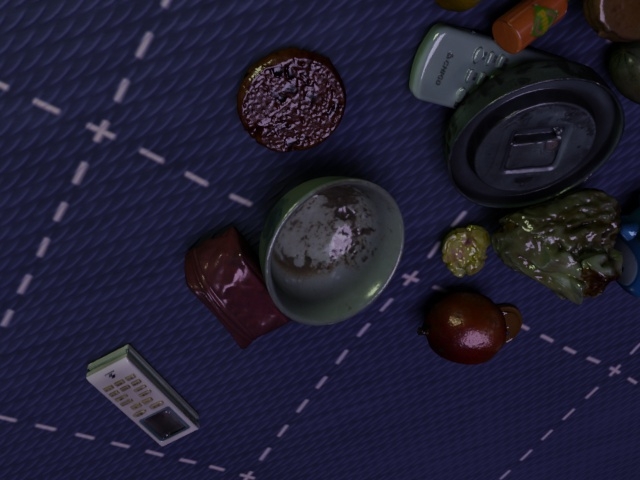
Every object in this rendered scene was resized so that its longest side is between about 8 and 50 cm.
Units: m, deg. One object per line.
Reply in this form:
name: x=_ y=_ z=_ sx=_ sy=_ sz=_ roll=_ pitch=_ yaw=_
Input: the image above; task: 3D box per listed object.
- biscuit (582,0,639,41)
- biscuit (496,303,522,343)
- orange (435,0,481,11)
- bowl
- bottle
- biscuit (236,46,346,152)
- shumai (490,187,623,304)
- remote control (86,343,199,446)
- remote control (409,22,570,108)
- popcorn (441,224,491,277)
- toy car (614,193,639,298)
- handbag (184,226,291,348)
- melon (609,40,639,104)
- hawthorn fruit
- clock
biscuit: x=0.622 y=-0.499 z=1.027 sx=0.368 sy=0.076 sz=0.394 roll=7 pitch=109 yaw=-18
biscuit: x=0.404 y=0.221 z=1.520 sx=0.124 sy=0.026 sz=0.175 roll=34 pitch=110 yaw=-29
orange: x=0.227 y=-0.410 z=1.027 sx=0.095 sy=0.085 sz=0.085 roll=-5 pitch=125 yaw=-23
bowl: x=0.000 y=0.000 z=1.191 sx=0.289 sy=0.146 sz=0.289 roll=-14 pitch=120 yaw=-25
bottle: x=0.375 y=-0.391 z=1.068 sx=0.187 sy=0.069 sz=0.069 roll=-40 pitch=125 yaw=-9
biscuit: x=-0.049 y=-0.238 z=1.100 sx=0.192 sy=0.049 sz=0.192 roll=-10 pitch=125 yaw=-14
shumai: x=0.482 y=0.024 z=1.258 sx=0.255 sy=0.218 sz=0.189 roll=-21 pitch=154 yaw=-1
remote control: x=-0.384 y=0.348 z=1.406 sx=0.102 sy=0.055 sz=0.277 roll=-27 pitch=124 yaw=7
remote control: x=0.305 y=-0.291 z=1.140 sx=0.296 sy=0.056 sz=0.140 roll=9 pitch=119 yaw=-19
popcorn: x=0.302 y=0.018 z=1.331 sx=0.097 sy=0.089 sz=0.109 roll=32 pitch=106 yaw=9
toy car: x=0.716 y=-0.003 z=1.349 sx=0.190 sy=0.188 sz=0.255 roll=34 pitch=113 yaw=-21
handbag: x=-0.159 y=0.093 z=1.234 sx=0.135 sy=0.146 sz=0.225 roll=-31 pitch=126 yaw=5
melon: x=0.602 y=-0.304 z=1.165 sx=0.167 sy=0.114 sz=0.114 roll=21 pitch=116 yaw=-21
hawthorn fruit: x=0.305 y=0.189 z=1.397 sx=0.188 sy=0.169 sz=0.169 roll=8 pitch=121 yaw=-14
clock: x=0.382 y=-0.184 z=1.169 sx=0.318 sy=0.066 sz=0.319 roll=-5 pitch=141 yaw=-4
